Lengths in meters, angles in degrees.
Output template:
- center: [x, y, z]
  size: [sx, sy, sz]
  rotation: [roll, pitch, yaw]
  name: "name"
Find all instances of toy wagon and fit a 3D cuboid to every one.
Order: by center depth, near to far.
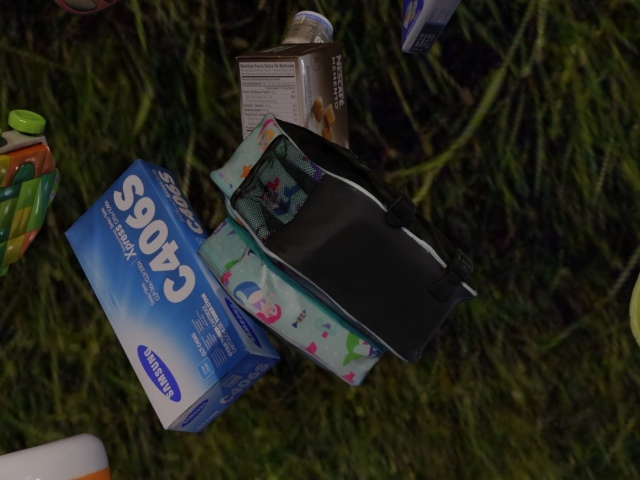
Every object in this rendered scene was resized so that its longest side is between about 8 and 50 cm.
- center: [-0.482, -0.065, 1.769]
  size: [0.344, 0.068, 0.267]
  rotation: [-34, 146, -67]
  name: "toy wagon"

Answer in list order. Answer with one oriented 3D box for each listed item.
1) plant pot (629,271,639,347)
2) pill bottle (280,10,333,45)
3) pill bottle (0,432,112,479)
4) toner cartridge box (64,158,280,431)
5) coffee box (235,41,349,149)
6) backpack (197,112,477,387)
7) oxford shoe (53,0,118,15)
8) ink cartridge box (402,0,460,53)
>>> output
- center: [0.561, 0.101, 1.391]
  size: [0.254, 0.276, 0.276]
  rotation: [39, 123, -20]
  name: "plant pot"
- center: [-0.034, -0.333, 2.058]
  size: [0.078, 0.137, 0.078]
  rotation: [17, 153, 9]
  name: "pill bottle"
- center: [-0.213, 0.349, 0.795]
  size: [0.224, 0.392, 0.224]
  rotation: [-15, 174, -2]
  name: "pill bottle"
- center: [-0.208, 0.071, 1.572]
  size: [0.165, 0.348, 0.075]
  rotation: [-44, 150, 18]
  name: "toner cartridge box"
- center: [-0.031, -0.140, 1.587]
  size: [0.098, 0.246, 0.141]
  rotation: [4, -163, 25]
  name: "coffee box"
- center: [0.000, 0.000, 1.105]
  size: [0.191, 0.253, 0.225]
  rotation: [-45, 125, 8]
  name: "backpack"
- center: [-0.219, -0.452, 1.411]
  size: [0.397, 0.146, 0.140]
  rotation: [-54, 151, -6]
  name: "oxford shoe"
- center: [0.153, -0.385, 1.517]
  size: [0.045, 0.208, 0.206]
  rotation: [5, 156, -12]
  name: "ink cartridge box"
